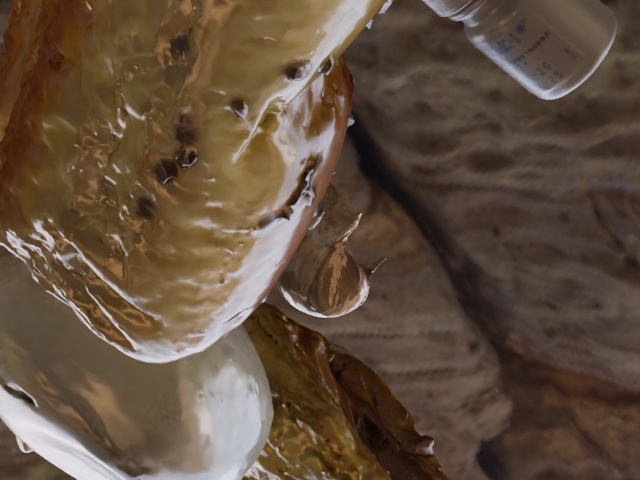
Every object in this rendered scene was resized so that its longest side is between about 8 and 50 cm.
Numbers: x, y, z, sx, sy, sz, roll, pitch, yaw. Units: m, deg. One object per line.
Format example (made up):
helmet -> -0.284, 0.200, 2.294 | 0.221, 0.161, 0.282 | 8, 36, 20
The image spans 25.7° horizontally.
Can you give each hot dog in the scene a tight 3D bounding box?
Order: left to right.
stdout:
hot dog -> -0.075, -0.131, 0.818 | 0.365, 0.196, 0.367 | -58, -153, 31

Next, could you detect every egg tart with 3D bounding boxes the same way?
egg tart -> -0.006, 0.195, 1.368 | 0.153, 0.339, 0.351 | -44, -111, 4

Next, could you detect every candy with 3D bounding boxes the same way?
candy -> -0.159, 0.096, 1.122 | 0.295, 0.295, 0.185 | 17, -119, 43

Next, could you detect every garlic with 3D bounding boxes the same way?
garlic -> -0.005, 0.011, 1.594 | 0.124, 0.099, 0.174 | -35, -136, -4

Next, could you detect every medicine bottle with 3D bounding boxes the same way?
medicine bottle -> 0.172, -0.211, 1.246 | 0.105, 0.168, 0.105 | -45, -158, 23

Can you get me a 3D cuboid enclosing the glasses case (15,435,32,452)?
glasses case -> -0.336, 0.207, 1.616 | 0.021, 0.083, 0.032 | -11, -142, -37
